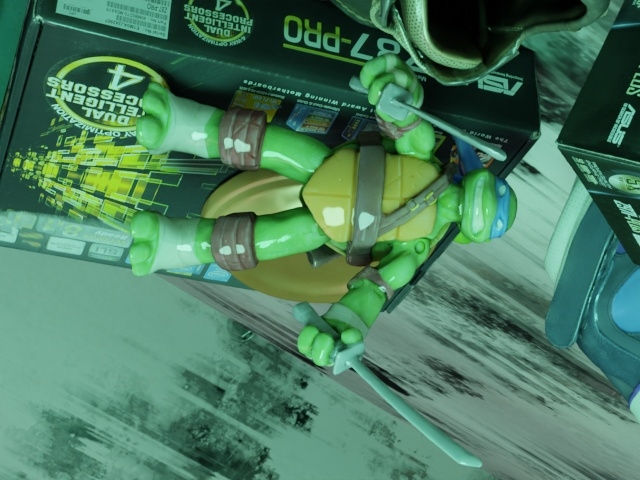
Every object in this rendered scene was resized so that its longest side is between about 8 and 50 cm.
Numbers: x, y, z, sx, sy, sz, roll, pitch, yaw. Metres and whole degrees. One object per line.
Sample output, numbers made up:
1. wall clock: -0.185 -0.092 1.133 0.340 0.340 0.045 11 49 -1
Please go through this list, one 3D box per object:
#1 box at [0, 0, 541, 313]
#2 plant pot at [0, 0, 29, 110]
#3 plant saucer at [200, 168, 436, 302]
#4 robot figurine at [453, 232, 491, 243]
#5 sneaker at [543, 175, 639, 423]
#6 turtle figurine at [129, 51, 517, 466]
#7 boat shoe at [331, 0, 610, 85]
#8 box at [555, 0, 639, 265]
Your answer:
1. box: -0.065 -0.077 1.152 0.394 0.097 0.318 11 149 -17
2. plant pot: -0.398 -0.216 1.470 0.293 0.293 0.196 41 -171 -47
3. plant saucer: 0.000 0.000 1.151 0.200 0.037 0.200 -1 150 0
4. robot figurine: 0.132 -0.037 1.471 0.115 0.067 0.101 21 174 30
5. sneaker: 0.289 -0.023 1.073 0.130 0.236 0.323 -6 144 -35
6. turtle figurine: 0.000 -0.023 0.947 0.266 0.275 0.198 5 129 7
7. boat shoe: 0.079 -0.175 0.873 0.132 0.130 0.355 32 167 -18
8. box: 0.242 -0.073 0.907 0.077 0.147 0.180 18 164 36
